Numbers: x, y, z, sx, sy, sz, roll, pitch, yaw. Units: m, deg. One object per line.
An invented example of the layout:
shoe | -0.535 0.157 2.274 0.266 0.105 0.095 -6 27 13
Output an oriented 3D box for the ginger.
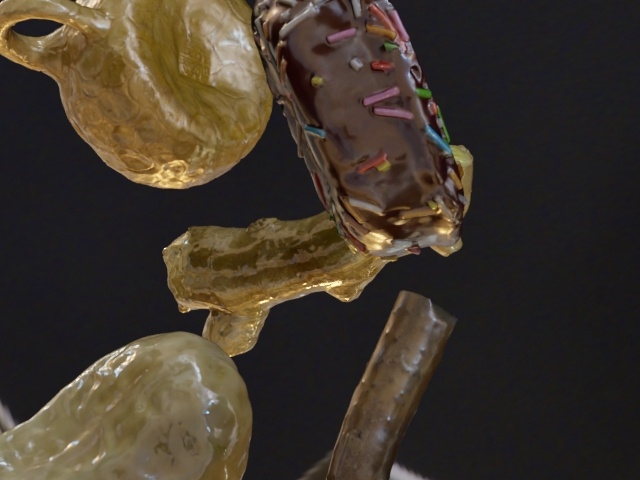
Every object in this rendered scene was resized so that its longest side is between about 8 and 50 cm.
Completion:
ginger | -0.001 0.002 1.268 0.299 0.065 0.118 -25 -71 28

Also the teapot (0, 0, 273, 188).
teapot | -0.163 -0.144 1.367 0.167 0.311 0.203 -18 -113 40

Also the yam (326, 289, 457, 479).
yam | 0.009 0.189 1.003 0.045 0.045 0.327 18 -100 27

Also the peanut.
peanut | -0.172 0.188 1.123 0.143 0.291 0.159 45 -16 56

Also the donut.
donut | 0.021 -0.092 1.066 0.235 0.089 0.235 157 -90 -88
